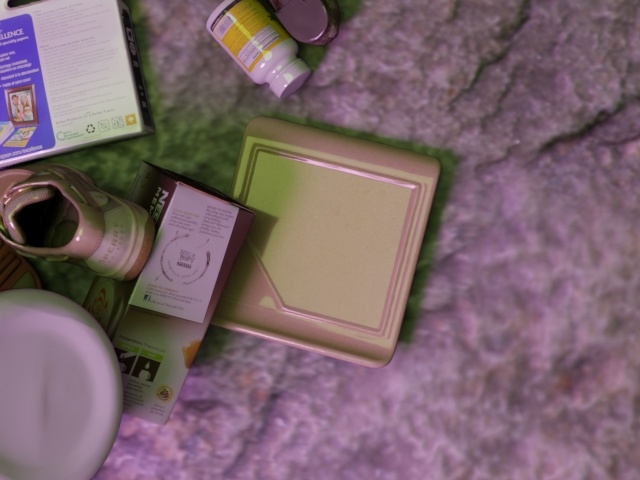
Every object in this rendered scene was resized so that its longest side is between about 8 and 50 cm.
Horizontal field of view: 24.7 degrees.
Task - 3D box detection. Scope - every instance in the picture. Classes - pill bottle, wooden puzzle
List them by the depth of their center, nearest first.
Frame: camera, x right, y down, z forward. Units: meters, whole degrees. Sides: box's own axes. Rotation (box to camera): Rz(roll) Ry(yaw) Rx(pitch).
[{"bbox_3d":[-0.384,0.158,1.488,0.363,0.210,0.210,-5,87,45],"label":"pill bottle"},{"bbox_3d":[0.000,0.000,1.598,0.221,0.044,0.238,14,87,11],"label":"wooden puzzle"},{"bbox_3d":[-0.065,-0.212,1.600,0.065,0.065,0.116,-42,82,7],"label":"pill bottle"}]

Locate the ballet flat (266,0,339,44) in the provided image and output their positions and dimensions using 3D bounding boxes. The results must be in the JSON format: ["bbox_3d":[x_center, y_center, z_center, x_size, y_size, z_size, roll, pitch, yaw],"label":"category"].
[{"bbox_3d":[-0.055,-0.318,1.612,0.084,0.058,0.250,-43,75,29],"label":"ballet flat"}]

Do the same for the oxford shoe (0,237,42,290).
[{"bbox_3d":[-0.504,0.022,1.664,0.397,0.140,0.146,23,120,8],"label":"oxford shoe"}]

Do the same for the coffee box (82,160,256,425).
[{"bbox_3d":[-0.178,0.053,1.563,0.098,0.141,0.246,22,94,-27],"label":"coffee box"}]

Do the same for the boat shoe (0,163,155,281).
[{"bbox_3d":[-0.294,-0.030,1.551,0.302,0.098,0.109,20,91,50],"label":"boat shoe"}]

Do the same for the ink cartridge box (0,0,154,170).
[{"bbox_3d":[-0.308,-0.198,1.655,0.206,0.045,0.208,-12,87,10],"label":"ink cartridge box"}]
